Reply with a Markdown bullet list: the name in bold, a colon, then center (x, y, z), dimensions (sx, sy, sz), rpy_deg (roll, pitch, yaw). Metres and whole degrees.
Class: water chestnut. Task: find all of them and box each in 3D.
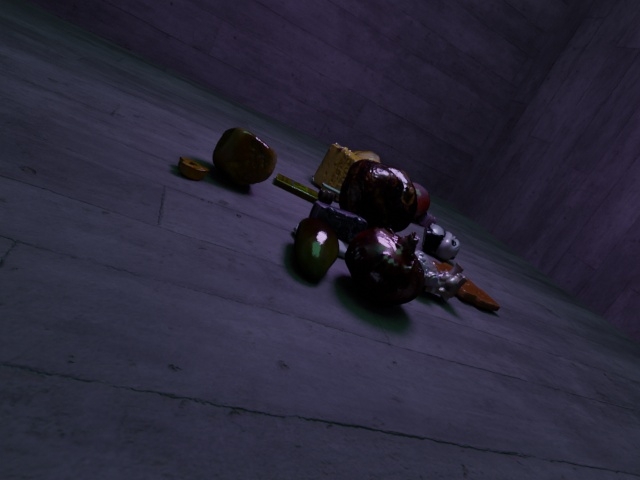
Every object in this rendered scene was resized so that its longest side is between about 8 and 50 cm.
- **water chestnut**: center (0.209, -0.169, 1.803), dimensions (0.335, 0.335, 0.347), rpy_deg (15, -8, -35)

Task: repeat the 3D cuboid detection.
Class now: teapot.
- **teapot**: center (0.033, -0.203, 1.945), dimensions (0.121, 0.068, 0.076), rpy_deg (8, 26, -47)

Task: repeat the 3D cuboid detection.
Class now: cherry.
- **cherry**: center (0.502, -0.239, 2.523), dimensions (0.239, 0.206, 0.239), rpy_deg (30, 20, -12)

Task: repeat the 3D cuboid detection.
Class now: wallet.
- **wallet**: center (0.000, 0.000, 1.397), dimensions (0.190, 0.033, 0.095), rpy_deg (21, 17, -22)

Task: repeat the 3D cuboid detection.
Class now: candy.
- **candy**: center (0.120, -0.194, 1.958), dimensions (0.335, 0.093, 0.092), rpy_deg (22, 18, -44)

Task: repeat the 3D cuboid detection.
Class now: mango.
- **mango**: center (-0.009, 0.016, 1.217), dimensions (0.133, 0.111, 0.267), rpy_deg (43, 20, -20)

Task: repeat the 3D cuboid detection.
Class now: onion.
- **onion**: center (0.188, 0.059, 1.215), dimensions (0.252, 0.219, 0.252), rpy_deg (29, 25, -15)

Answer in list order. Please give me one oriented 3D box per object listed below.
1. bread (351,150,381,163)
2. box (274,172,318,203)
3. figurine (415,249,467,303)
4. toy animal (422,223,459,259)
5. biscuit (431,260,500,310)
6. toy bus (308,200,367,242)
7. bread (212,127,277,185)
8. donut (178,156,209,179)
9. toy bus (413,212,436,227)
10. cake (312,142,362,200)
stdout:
- **bread**: center (0.265, -0.374, 2.478), dimensions (0.329, 0.245, 0.424), rpy_deg (28, 14, -2)
- **box**: center (-0.102, -0.222, 1.864), dimensions (0.193, 0.030, 0.121), rpy_deg (26, 18, -10)
- **figurine**: center (0.358, 0.102, 1.469), dimensions (0.236, 0.141, 0.162), rpy_deg (26, 13, -5)
- **toy animal**: center (0.562, 0.006, 2.046), dimensions (0.179, 0.138, 0.166), rpy_deg (26, 34, 8)
- **biscuit**: center (0.550, 0.182, 1.699), dimensions (0.306, 0.043, 0.284), rpy_deg (35, 18, 15)
- **toy bus**: center (0.060, -0.067, 1.574), dimensions (0.198, 0.096, 0.108), rpy_deg (18, 16, -22)
- **bread**: center (-0.278, -0.288, 1.557), dimensions (0.195, 0.176, 0.246), rpy_deg (32, 0, -25)
- **donut**: center (-0.408, -0.228, 1.402), dimensions (0.097, 0.043, 0.108), rpy_deg (20, 18, -24)
- **toy bus**: center (0.595, -0.171, 2.668), dimensions (0.112, 0.090, 0.274), rpy_deg (28, 17, -30)
- **cake**: center (0.110, -0.331, 2.163), dimensions (0.222, 0.227, 0.286), rpy_deg (14, 24, -49)
